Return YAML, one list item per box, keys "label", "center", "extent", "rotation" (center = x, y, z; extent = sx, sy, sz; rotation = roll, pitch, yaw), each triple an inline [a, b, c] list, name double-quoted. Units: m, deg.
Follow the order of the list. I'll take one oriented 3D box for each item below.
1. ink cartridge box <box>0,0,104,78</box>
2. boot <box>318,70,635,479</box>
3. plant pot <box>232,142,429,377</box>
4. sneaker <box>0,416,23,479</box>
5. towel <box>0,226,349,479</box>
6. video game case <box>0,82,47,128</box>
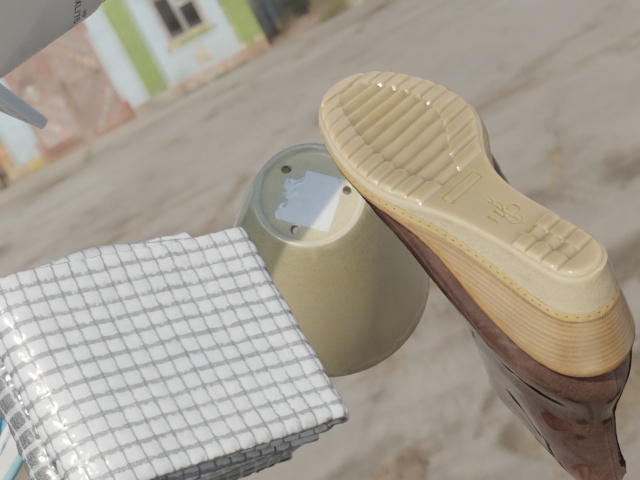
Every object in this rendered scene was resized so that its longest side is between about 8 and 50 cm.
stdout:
- label: "ink cartridge box"
  center: [-0.318, -0.313, 1.455]
  extent: [0.197, 0.270, 0.198]
  rotation: [-43, -16, -30]
- label: "boot"
  center: [0.092, 0.027, 1.022]
  extent: [0.090, 0.207, 0.248]
  rotation: [-33, 51, -18]
- label: "plant pot"
  center: [0.000, 0.000, 1.969]
  extent: [0.256, 0.256, 0.274]
  rotation: [-30, -21, -7]
- label: "sneaker"
  center: [-0.381, 0.121, 1.769]
  extent: [0.127, 0.208, 0.319]
  rotation: [-26, 34, 42]
- label: "towel"
  center: [-0.150, 0.120, 1.490]
  extent: [0.284, 0.235, 0.121]
  rotation: [-15, -27, -37]
- label: "video game case"
  center: [-0.420, -0.193, 1.999]
  extent: [0.143, 0.157, 0.019]
  rotation: [24, 80, 39]
